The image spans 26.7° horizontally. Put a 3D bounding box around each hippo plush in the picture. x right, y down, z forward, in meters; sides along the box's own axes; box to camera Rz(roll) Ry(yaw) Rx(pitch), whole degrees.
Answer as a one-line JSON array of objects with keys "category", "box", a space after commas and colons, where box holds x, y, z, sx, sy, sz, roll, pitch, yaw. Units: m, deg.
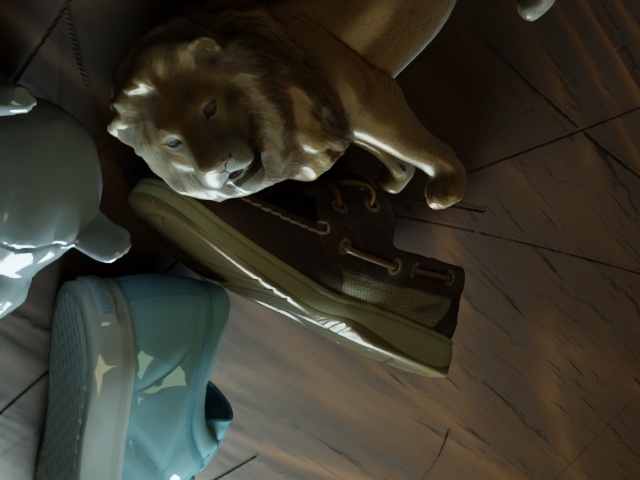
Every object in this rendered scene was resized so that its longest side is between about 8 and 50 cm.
[{"category": "hippo plush", "box": [-0.251, -0.054, 0.791, 0.294, 0.234, 0.236, -46, 163, 19]}]

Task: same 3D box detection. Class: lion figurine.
[{"category": "lion figurine", "box": [0.049, -0.169, 0.905, 0.240, 0.142, 0.392, 37, 89, -28]}]

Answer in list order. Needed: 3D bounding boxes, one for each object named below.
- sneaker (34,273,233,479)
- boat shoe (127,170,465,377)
[{"category": "sneaker", "box": [-0.142, 0.183, 1.089, 0.150, 0.135, 0.366, -5, 132, -25]}, {"category": "boat shoe", "box": [0.000, 0.000, 1.045, 0.342, 0.123, 0.123, 30, 79, -39]}]
